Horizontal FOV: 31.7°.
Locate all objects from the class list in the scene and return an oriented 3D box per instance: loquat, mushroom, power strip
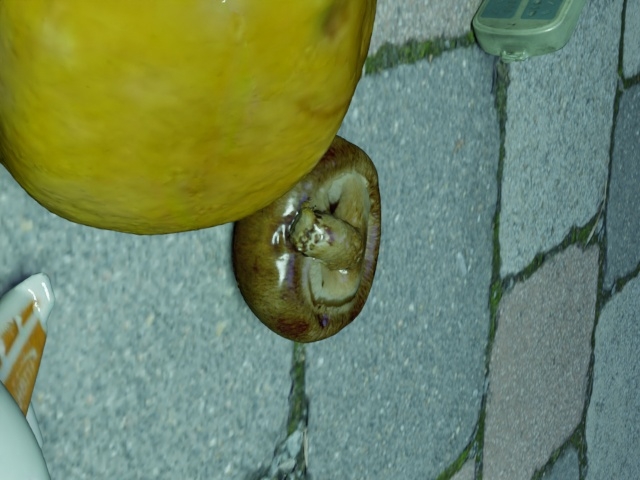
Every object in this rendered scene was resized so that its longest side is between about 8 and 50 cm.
[{"bbox_3d":[-0.064,-0.101,0.419,0.176,0.187,0.234,-48,171,-29],"label":"loquat"},{"bbox_3d":[0.000,0.000,0.683,0.127,0.087,0.127,-25,121,-50],"label":"mushroom"},{"bbox_3d":[0.197,-0.236,0.948,0.227,0.080,0.029,-61,141,-29],"label":"power strip"}]

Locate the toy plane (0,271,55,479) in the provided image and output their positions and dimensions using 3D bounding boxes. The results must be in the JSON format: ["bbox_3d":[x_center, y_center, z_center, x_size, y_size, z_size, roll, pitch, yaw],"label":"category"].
[{"bbox_3d":[-0.152,0.059,0.389,0.245,0.117,0.244,-11,90,-79],"label":"toy plane"}]
